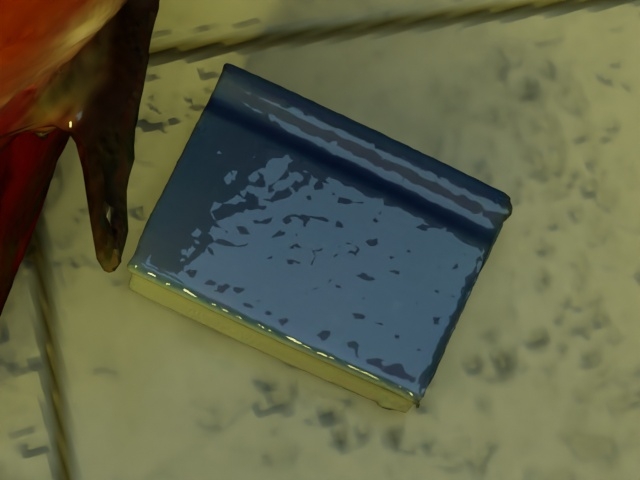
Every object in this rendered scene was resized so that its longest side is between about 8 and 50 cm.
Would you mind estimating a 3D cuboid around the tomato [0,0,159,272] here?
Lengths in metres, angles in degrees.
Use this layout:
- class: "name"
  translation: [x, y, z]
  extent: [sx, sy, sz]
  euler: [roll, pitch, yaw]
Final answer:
- class: "tomato"
  translation: [-0.113, -0.143, 0.355]
  extent: [0.309, 0.170, 0.309]
  euler: [4, 82, -28]

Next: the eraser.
- class: "eraser"
  translation: [0.000, 0.000, 0.520]
  extent: [0.085, 0.027, 0.063]
  euler: [25, 73, 4]

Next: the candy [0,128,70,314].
- class: "candy"
  translation: [-0.100, -0.020, 0.491]
  extent: [0.059, 0.086, 0.292]
  euler: [18, 74, 9]
